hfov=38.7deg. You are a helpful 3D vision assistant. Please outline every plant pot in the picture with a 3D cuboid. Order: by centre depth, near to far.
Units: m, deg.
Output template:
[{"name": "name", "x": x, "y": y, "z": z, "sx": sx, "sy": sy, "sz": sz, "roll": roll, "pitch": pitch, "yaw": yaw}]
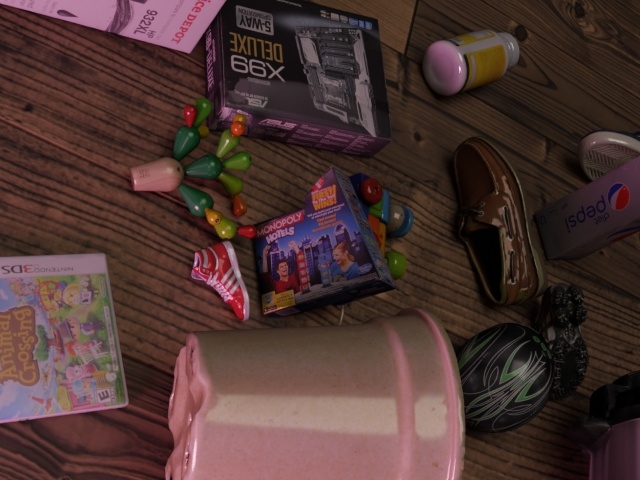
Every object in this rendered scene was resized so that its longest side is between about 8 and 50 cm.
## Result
[{"name": "plant pot", "x": -0.028, "y": 0.238, "z": 1.148, "sx": 0.305, "sy": 0.334, "sz": 0.334, "roll": 6, "pitch": 65, "yaw": -16}]

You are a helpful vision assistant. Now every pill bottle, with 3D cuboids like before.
[{"name": "pill bottle", "x": 0.287, "y": -0.338, "z": 1.708, "sx": 0.184, "sy": 0.103, "sz": 0.103, "roll": -21, "pitch": 80, "yaw": -36}]

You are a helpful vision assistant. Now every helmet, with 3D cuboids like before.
[{"name": "helmet", "x": 0.279, "y": 0.217, "z": 1.421, "sx": 0.169, "sy": 0.169, "sz": 0.161, "roll": 50, "pitch": 36, "yaw": -1}]

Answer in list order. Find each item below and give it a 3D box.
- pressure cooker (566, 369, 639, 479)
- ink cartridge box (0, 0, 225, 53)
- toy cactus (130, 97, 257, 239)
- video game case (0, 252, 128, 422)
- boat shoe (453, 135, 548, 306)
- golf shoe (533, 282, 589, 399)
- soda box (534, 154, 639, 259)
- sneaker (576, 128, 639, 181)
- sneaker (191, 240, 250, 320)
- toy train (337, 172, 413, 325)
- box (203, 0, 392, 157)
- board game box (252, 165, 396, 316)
[{"name": "pressure cooker", "x": 0.589, "y": 0.396, "z": 1.393, "sx": 0.370, "sy": 0.375, "sz": 0.420, "roll": 38, "pitch": 52, "yaw": -35}, {"name": "ink cartridge box", "x": -0.291, "y": -0.413, "z": 1.325, "sx": 0.307, "sy": 0.223, "sz": 0.129, "roll": 10, "pitch": 64, "yaw": -27}, {"name": "toy cactus", "x": -0.182, "y": -0.100, "z": 1.325, "sx": 0.180, "sy": 0.112, "sz": 0.219, "roll": -10, "pitch": 92, "yaw": -18}, {"name": "video game case", "x": -0.355, "y": 0.120, "z": 1.165, "sx": 0.193, "sy": 0.023, "sz": 0.212, "roll": -2, "pitch": 69, "yaw": -31}, {"name": "boat shoe", "x": 0.293, "y": -0.037, "z": 1.568, "sx": 0.104, "sy": 0.111, "sz": 0.307, "roll": -12, "pitch": 75, "yaw": -35}, {"name": "golf shoe", "x": 0.410, "y": 0.171, "z": 1.567, "sx": 0.077, "sy": 0.094, "sz": 0.198, "roll": 5, "pitch": 91, "yaw": -14}, {"name": "soda box", "x": 0.513, "y": -0.056, "z": 1.597, "sx": 0.091, "sy": 0.286, "sz": 0.098, "roll": -1, "pitch": 69, "yaw": -32}, {"name": "sneaker", "x": 0.646, "y": -0.181, "z": 1.845, "sx": 0.350, "sy": 0.131, "sz": 0.148, "roll": 16, "pitch": 54, "yaw": -30}, {"name": "sneaker", "x": -0.144, "y": 0.063, "z": 1.305, "sx": 0.067, "sy": 0.042, "sz": 0.118, "roll": -14, "pitch": 81, "yaw": -28}, {"name": "toy train", "x": 0.078, "y": 0.032, "z": 1.429, "sx": 0.143, "sy": 0.105, "sz": 0.248, "roll": 23, "pitch": 62, "yaw": -40}, {"name": "box", "x": -0.039, "y": -0.279, "z": 1.504, "sx": 0.307, "sy": 0.076, "sz": 0.242, "roll": 8, "pitch": 65, "yaw": -28}, {"name": "board game box", "x": 0.000, "y": 0.000, "z": 1.350, "sx": 0.060, "sy": 0.194, "sz": 0.194, "roll": 30, "pitch": 47, "yaw": -57}]
